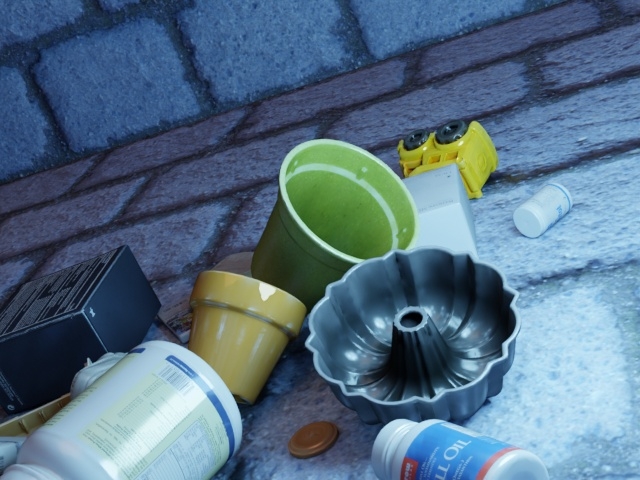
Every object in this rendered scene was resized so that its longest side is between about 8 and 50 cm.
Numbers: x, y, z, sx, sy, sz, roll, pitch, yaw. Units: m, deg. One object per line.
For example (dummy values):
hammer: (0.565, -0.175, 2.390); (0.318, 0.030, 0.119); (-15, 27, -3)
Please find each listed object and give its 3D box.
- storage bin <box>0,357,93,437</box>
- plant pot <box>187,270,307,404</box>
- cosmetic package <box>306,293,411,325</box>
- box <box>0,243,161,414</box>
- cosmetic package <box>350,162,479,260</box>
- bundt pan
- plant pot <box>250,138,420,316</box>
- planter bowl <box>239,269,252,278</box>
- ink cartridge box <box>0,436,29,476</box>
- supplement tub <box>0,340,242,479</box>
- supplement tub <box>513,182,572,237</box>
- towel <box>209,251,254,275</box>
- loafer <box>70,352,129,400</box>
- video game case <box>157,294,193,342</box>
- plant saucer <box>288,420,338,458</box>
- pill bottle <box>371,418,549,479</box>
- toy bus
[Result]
storage bin: (-0.511, 0.356, 1.724); (0.262, 0.123, 0.260); (-25, 22, -5)
plant pot: (-0.148, 0.178, 1.676); (0.205, 0.205, 0.188); (0, 64, 44)
cosmetic package: (0.113, 0.135, 1.676); (0.237, 0.107, 0.127); (-29, 19, -9)
box: (-0.536, 0.188, 2.048); (0.293, 0.183, 0.296); (-20, 22, 18)
cosmetic package: (0.191, -0.030, 1.945); (0.224, 0.138, 0.225); (-17, 23, 13)
bundt pan: (0.150, 0.161, 1.477); (0.330, 0.124, 0.331); (-11, 40, 9)
plant pot: (0.000, 0.000, 1.753); (0.276, 0.276, 0.254); (-46, -5, -46)
planter bowl: (-0.120, 0.132, 1.892); (0.162, 0.109, 0.162); (-22, 19, 8)
ink cartridge box: (-0.546, 0.390, 1.448); (0.168, 0.171, 0.233); (-1, -8, 7)
supplement tub: (-0.298, 0.328, 1.432); (0.235, 0.236, 0.325); (-1, 29, 42)
supplement tub: (0.434, -0.060, 1.871); (0.107, 0.071, 0.071); (-36, 25, -30)
towel: (-0.118, 0.074, 2.073); (0.282, 0.049, 0.187); (-4, 21, 25)
loafer: (-0.359, 0.251, 1.677); (0.111, 0.112, 0.319); (18, -4, 15)
video game case: (-0.244, 0.145, 2.104); (0.201, 0.023, 0.183); (-28, 22, -17)
plant saucer: (-0.012, 0.310, 1.504); (0.083, 0.013, 0.083); (-19, 22, 8)
pill bottle: (0.168, 0.298, 1.211); (0.124, 0.124, 0.221); (-35, 24, -29)
toy bus: (0.268, -0.145, 2.167); (0.220, 0.149, 0.211); (-9, 41, 35)
